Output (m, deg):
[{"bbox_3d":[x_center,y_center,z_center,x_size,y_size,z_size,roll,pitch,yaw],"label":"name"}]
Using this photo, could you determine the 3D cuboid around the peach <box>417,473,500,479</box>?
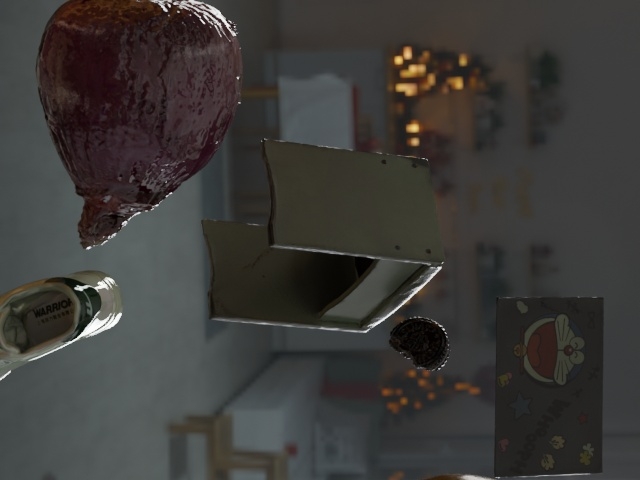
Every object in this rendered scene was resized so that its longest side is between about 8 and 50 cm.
[{"bbox_3d":[0.166,0.342,1.464,0.153,0.251,0.251,-38,139,-31],"label":"peach"}]

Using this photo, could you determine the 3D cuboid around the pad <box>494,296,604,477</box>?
[{"bbox_3d":[0.316,0.200,2.020,0.006,0.170,0.246,176,-85,-70],"label":"pad"}]

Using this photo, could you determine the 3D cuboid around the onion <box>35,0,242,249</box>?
[{"bbox_3d":[-0.211,-0.141,1.820,0.159,0.267,0.349,22,-70,48],"label":"onion"}]

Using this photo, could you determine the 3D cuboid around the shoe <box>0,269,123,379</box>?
[{"bbox_3d":[-0.342,0.098,1.547,0.110,0.265,0.095,-2,69,-82],"label":"shoe"}]

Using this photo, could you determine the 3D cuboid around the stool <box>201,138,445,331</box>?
[{"bbox_3d":[0.000,0.000,2.085,0.243,0.269,0.170,-47,-136,52],"label":"stool"}]

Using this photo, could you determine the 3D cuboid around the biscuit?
[{"bbox_3d":[0.142,0.151,2.124,0.027,0.089,0.087,73,15,-56],"label":"biscuit"}]
